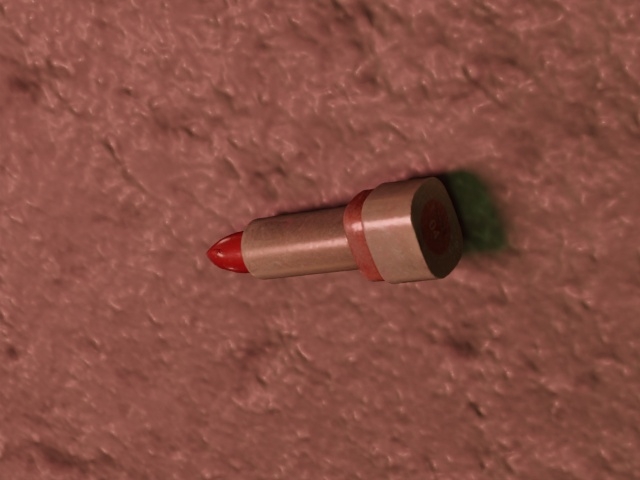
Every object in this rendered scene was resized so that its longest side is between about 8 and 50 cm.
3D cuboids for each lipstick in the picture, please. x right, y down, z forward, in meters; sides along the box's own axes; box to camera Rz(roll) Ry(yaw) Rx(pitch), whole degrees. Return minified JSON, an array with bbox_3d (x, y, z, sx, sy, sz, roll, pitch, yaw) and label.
[{"bbox_3d":[0.001,-0.001,1.158,0.186,0.057,0.063,-6,115,36],"label":"lipstick"}]
